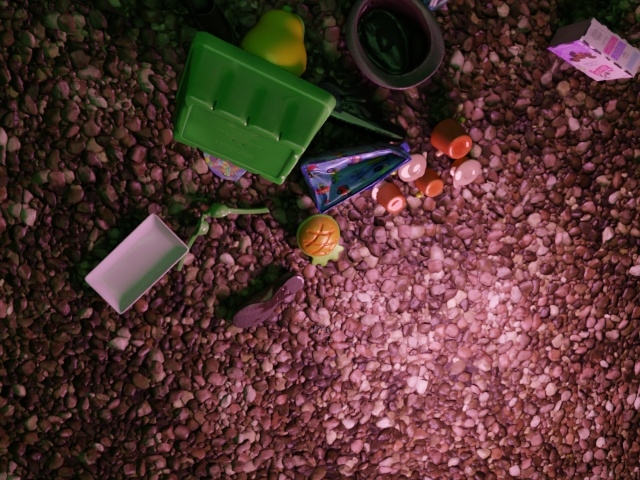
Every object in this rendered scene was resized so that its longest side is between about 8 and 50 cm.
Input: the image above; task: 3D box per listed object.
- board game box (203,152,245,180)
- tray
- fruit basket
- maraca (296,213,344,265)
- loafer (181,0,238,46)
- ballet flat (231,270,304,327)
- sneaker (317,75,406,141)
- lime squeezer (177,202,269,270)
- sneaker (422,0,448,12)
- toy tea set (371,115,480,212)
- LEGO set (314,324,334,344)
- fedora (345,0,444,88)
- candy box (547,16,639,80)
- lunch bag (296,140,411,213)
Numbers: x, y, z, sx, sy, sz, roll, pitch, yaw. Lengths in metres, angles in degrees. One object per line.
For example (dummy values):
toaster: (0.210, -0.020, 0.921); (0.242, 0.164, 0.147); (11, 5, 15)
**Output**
board game box: (-0.240, -0.250, 1.502); (0.169, 0.033, 0.133); (-45, 104, 2)
tray: (-0.509, 0.064, 1.520); (0.270, 0.030, 0.145); (-43, 97, 2)
fruit basket: (-0.153, -0.379, 1.347); (0.392, 0.283, 0.392); (12, 60, -21)
maraca: (0.000, 0.000, 1.560); (0.127, 0.099, 0.186); (-25, 130, -1)
loafer: (-0.289, -0.570, 1.385); (0.080, 0.078, 0.220); (-42, 125, 1)
ballet flat: (-0.156, 0.167, 1.593); (0.250, 0.058, 0.084); (-38, 126, 6)
sneaker: (0.119, -0.364, 1.501); (0.283, 0.107, 0.124); (19, 92, -12)
lime squeezer: (-0.303, -0.041, 1.534); (0.310, 0.059, 0.110); (-34, 136, -1)
sneaker: (0.297, -0.653, 1.494); (0.144, 0.053, 0.059); (-39, 105, -8)
toy tea set: (0.292, -0.218, 1.569); (0.336, 0.124, 0.200); (-24, 133, -7)
LEGO set: (0.007, 0.280, 1.655); (0.054, 0.023, 0.083); (-23, 117, -1)
fedora: (0.188, -0.531, 1.463); (0.243, 0.124, 0.275); (-41, 96, -1)
candy box: (0.772, -0.531, 1.531); (0.196, 0.165, 0.070); (27, 97, -12)
lunch bag: (0.097, -0.204, 1.459); (0.293, 0.221, 0.138); (-23, 104, 0)
